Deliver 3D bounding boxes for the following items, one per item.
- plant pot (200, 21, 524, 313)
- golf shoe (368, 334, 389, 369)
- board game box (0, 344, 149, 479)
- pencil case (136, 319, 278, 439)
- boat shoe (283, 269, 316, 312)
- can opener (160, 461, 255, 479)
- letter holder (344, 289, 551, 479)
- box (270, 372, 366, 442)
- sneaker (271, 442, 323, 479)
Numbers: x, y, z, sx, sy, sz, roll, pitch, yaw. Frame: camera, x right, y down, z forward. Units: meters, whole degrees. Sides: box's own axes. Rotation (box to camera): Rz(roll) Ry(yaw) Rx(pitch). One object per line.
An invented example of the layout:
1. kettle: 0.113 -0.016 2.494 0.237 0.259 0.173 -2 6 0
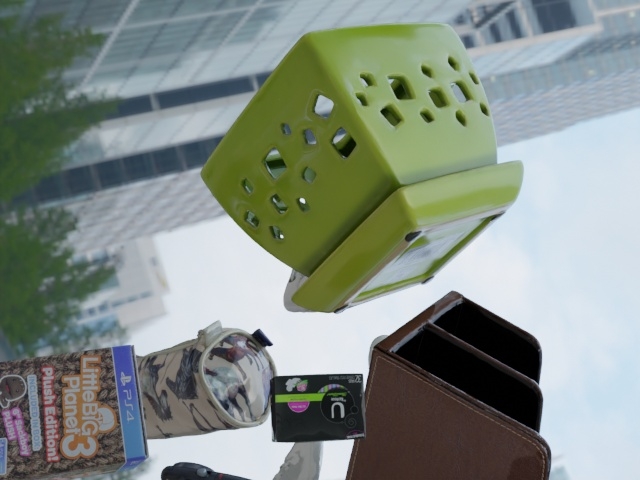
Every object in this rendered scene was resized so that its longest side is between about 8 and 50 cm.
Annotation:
1. plant pot: 0.053 -0.066 1.076 0.227 0.228 0.207 -46 -113 42
2. golf shoe: 0.101 0.198 1.600 0.176 0.069 0.086 -98 169 -45
3. board game box: -0.378 0.236 1.354 0.232 0.290 0.141 131 -50 -70
4. pencil case: -0.247 0.249 1.865 0.410 0.159 0.184 -18 -89 48
5. boat shoe: 0.000 0.000 1.557 0.096 0.277 0.098 -11 -57 22
6. can opener: -0.146 0.357 1.563 0.186 0.073 0.059 7 -48 18
7. letter holder: 0.157 0.248 1.135 0.214 0.152 0.302 29 -53 28
8. box: -0.004 0.156 0.994 0.052 0.083 0.062 128 -40 -77
9. sneaker: -0.055 0.326 1.348 0.080 0.094 0.212 97 9 -73
